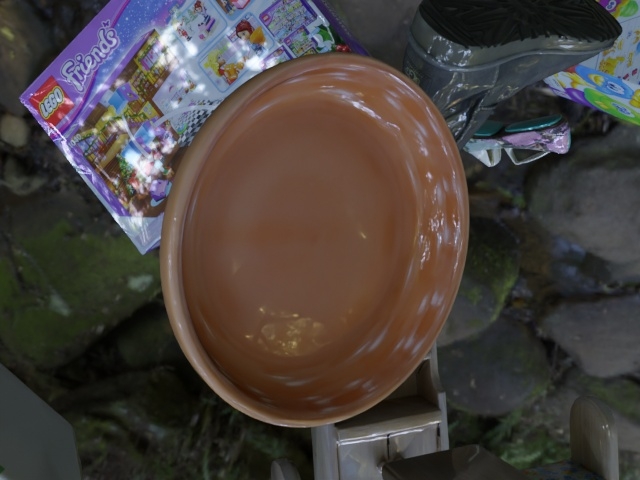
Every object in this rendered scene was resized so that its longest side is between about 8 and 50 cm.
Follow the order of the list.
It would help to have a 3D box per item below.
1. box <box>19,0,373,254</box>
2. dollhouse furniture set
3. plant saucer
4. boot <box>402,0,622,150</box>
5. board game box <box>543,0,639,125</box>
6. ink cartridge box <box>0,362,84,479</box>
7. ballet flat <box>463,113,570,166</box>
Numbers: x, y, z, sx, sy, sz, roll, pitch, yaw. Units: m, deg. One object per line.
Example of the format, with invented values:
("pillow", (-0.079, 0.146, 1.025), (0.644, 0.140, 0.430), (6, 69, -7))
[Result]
("box", (-0.124, -0.153, 0.814), (0.293, 0.057, 0.201), (-38, 90, 21))
("dollhouse furniture set", (0.121, 0.201, 0.882), (0.362, 0.256, 0.394), (-7, -172, -18))
("plant saucer", (0.000, 0.000, 0.463), (0.200, 0.200, 0.037), (40, 165, -35))
("boot", (0.089, -0.076, 0.592), (0.190, 0.076, 0.208), (-13, 144, -30))
("board game box", (0.372, -0.193, 0.880), (0.275, 0.144, 0.142), (32, -177, 36))
("ink cartridge box", (-0.328, 0.181, 0.536), (0.289, 0.121, 0.211), (-33, 129, -1))
("ballet flat", (0.308, -0.163, 1.420), (0.221, 0.077, 0.079), (2, 119, 38))
